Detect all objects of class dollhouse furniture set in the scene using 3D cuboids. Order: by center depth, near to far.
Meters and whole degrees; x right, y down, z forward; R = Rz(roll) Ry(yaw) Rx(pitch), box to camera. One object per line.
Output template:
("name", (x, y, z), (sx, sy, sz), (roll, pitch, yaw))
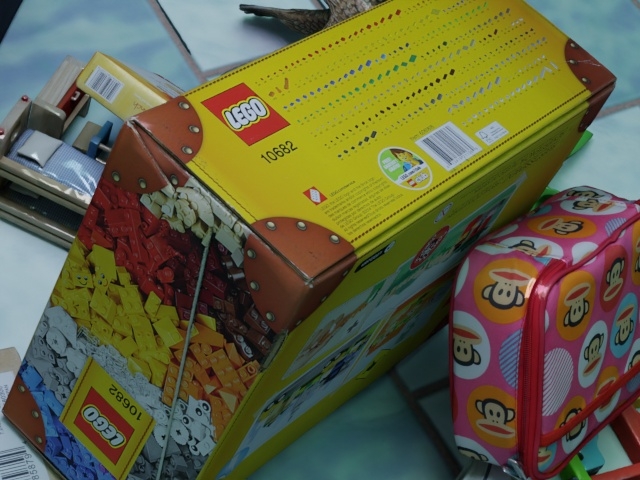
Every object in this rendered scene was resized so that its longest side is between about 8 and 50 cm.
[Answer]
("dollhouse furniture set", (-0.246, -0.104, 1.550), (0.129, 0.129, 0.183), (26, 50, 0))

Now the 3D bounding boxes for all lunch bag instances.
("lunch bag", (0.233, 0.100, 1.455), (0.120, 0.258, 0.293), (15, 27, 33))

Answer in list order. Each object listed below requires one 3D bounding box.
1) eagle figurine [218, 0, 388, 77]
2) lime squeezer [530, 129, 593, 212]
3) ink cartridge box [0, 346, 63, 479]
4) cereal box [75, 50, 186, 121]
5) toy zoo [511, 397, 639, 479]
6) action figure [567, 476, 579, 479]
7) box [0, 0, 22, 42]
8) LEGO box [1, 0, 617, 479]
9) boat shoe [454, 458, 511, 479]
("eagle figurine", (0.029, -0.237, 1.677), (0.226, 0.298, 0.225), (-12, 72, -44))
("lime squeezer", (0.277, -0.038, 1.721), (0.110, 0.059, 0.310), (42, 33, -33))
("ink cartridge box", (-0.327, 0.225, 1.303), (0.193, 0.088, 0.234), (-11, 60, -28))
("cereal box", (-0.140, -0.120, 1.550), (0.173, 0.047, 0.240), (36, 7, 7))
("toy zoo", (0.308, 0.170, 1.603), (0.293, 0.030, 0.192), (-11, 59, -26))
("action figure", (0.398, 0.341, 1.418), (0.341, 0.178, 0.330), (18, 60, -9))
("box", (-0.521, -0.397, 1.446), (0.472, 0.480, 0.297), (20, 50, -4))
("LEGO box", (0.000, 0.000, 1.350), (0.193, 0.372, 0.500), (43, 41, 14))
("boat shoe", (0.085, 0.287, 1.403), (0.088, 0.096, 0.267), (38, 60, 5))
